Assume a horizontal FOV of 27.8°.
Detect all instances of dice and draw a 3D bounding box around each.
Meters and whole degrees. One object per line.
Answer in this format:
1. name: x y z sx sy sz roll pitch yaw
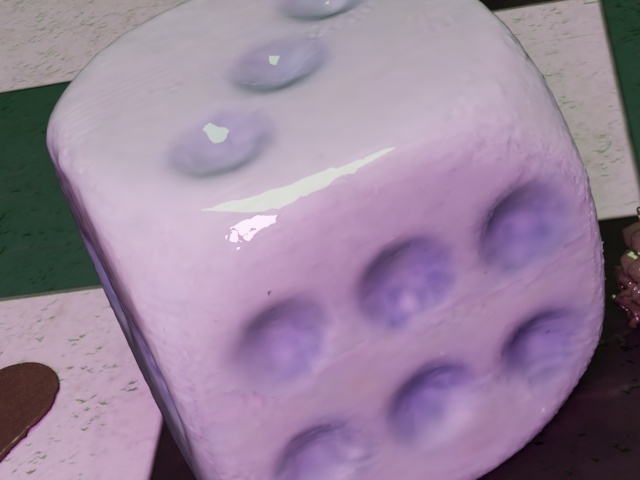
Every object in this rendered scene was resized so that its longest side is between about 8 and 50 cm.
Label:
1. dice: 0.000 0.000 0.811 0.268 0.264 0.262 -23 37 -12

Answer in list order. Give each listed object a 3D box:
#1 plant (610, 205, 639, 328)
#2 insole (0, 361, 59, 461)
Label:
1. plant: 0.252 0.032 0.829 0.143 0.094 0.092 30 70 31
2. insole: -0.297 0.193 0.884 0.111 0.007 0.328 13 45 31
